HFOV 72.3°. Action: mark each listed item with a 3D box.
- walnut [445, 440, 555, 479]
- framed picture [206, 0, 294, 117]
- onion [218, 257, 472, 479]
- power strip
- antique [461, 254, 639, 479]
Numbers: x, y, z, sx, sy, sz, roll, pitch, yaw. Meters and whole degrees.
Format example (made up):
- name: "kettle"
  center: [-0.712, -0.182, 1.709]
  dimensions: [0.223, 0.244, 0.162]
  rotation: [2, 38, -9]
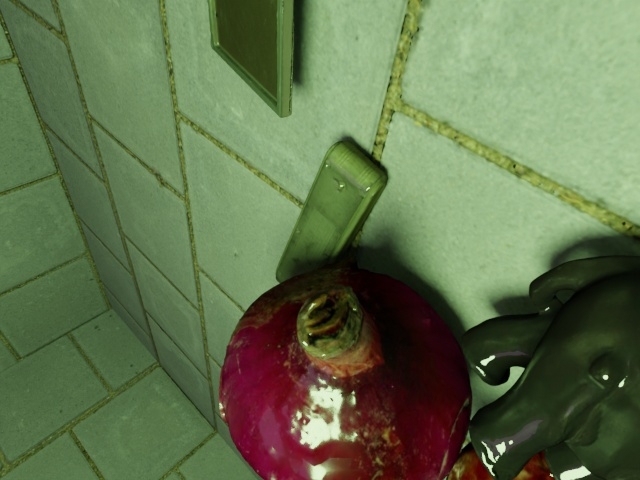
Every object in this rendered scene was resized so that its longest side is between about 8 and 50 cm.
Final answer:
- name: "walnut"
  center: [0.282, 0.369, 0.578]
  dimensions: [0.269, 0.244, 0.221]
  rotation: [75, 178, -56]
- name: "framed picture"
  center: [-0.094, -0.354, 0.528]
  dimensions: [0.247, 0.022, 0.334]
  rotation: [51, 149, 36]
- name: "onion"
  center: [0.026, 0.167, 0.567]
  dimensions: [0.348, 0.348, 0.385]
  rotation: [37, 159, 25]
- name: "power strip"
  center: [0.000, 0.000, 0.728]
  dimensions: [0.092, 0.066, 0.387]
  rotation: [45, 142, 13]
- name: "antique"
  center: [0.290, 0.165, 0.373]
  dimensions: [0.255, 0.185, 0.322]
  rotation: [-45, 66, 35]
